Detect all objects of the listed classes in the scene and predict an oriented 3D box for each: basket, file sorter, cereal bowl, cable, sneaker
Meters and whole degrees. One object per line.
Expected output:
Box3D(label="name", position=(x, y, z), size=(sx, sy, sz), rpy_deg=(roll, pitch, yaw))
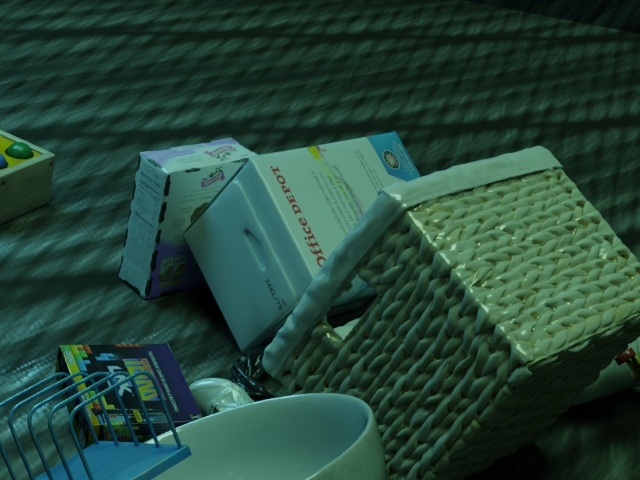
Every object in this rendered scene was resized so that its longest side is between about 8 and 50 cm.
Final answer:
Box3D(label="basket", position=(0.174, 0.102, 1.812), size=(0.331, 0.328, 0.266), rpy_deg=(-18, 62, -47))
Box3D(label="file sorter", position=(-0.240, 0.197, 1.550), size=(0.118, 0.104, 0.170), rpy_deg=(-28, 13, -39))
Box3D(label="cereal bowl", position=(-0.087, 0.282, 1.513), size=(0.339, 0.141, 0.339), rpy_deg=(-19, 10, 4))
Box3D(label="cable", position=(-0.043, 0.179, 1.929), size=(0.150, 0.047, 0.184), rpy_deg=(3, 25, -5))
Box3D(label="sneaker", position=(-0.101, 0.212, 1.818), size=(0.152, 0.054, 0.061), rpy_deg=(24, 31, 21))

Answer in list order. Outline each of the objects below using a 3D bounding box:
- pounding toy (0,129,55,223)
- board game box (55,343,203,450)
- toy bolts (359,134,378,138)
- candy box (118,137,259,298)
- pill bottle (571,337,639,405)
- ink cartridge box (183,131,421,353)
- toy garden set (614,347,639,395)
Box3D(label="pounding toy", position=(-0.519, -0.099, 2.193), size=(0.181, 0.094, 0.206), rpy_deg=(24, 28, 21))
Box3D(label="board game box", position=(-0.229, 0.186, 1.815), size=(0.141, 0.048, 0.170), rpy_deg=(-1, 30, -23))
Box3D(label="toy bolts", position=(0.105, -0.046, 2.285), size=(0.228, 0.218, 0.158), rpy_deg=(36, 23, 5))
Box3D(label="candy box", position=(-0.180, -0.033, 2.102), size=(0.165, 0.196, 0.070), rpy_deg=(-12, 36, -42))
Box3D(label="pill bottle", position=(0.351, 0.152, 2.055), size=(0.229, 0.131, 0.131), rpy_deg=(-11, 35, -39))
Box3D(label="ink cartridge box", position=(0.000, 0.000, 2.047), size=(0.270, 0.197, 0.198), rpy_deg=(-13, 68, -42))
Box3D(label="toy garden set", position=(0.505, 0.203, 2.008), size=(0.244, 0.049, 0.204), rpy_deg=(-21, 73, -48))
